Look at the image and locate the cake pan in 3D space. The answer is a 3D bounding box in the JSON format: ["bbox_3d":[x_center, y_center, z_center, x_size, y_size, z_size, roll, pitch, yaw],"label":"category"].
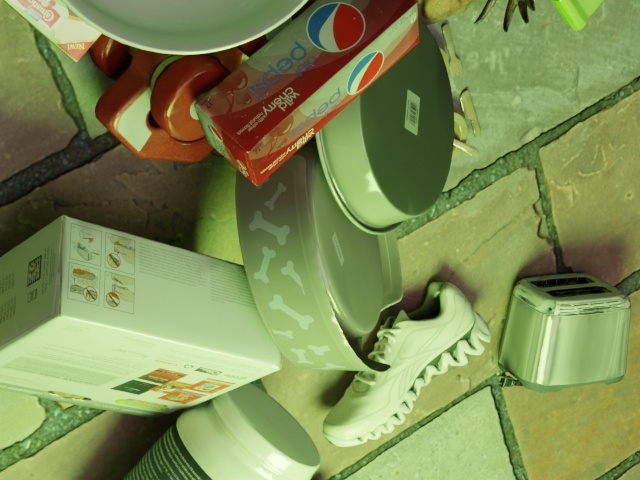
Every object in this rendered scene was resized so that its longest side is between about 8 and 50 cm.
[{"bbox_3d":[0.087,-0.154,1.846,0.293,0.054,0.293,7,82,-59],"label":"cake pan"}]

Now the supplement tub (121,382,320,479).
[{"bbox_3d":[-0.150,0.332,1.972,0.191,0.191,0.272,33,104,-38],"label":"supplement tub"}]

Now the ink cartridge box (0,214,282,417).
[{"bbox_3d":[-0.250,0.105,1.830,0.309,0.272,0.130,17,60,-36],"label":"ink cartridge box"}]

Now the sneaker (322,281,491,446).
[{"bbox_3d":[0.105,0.173,2.137,0.292,0.110,0.118,-41,120,-18],"label":"sneaker"}]

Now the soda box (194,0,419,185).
[{"bbox_3d":[-0.011,-0.187,1.684,0.263,0.092,0.083,-42,158,-13],"label":"soda box"}]

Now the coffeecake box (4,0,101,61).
[{"bbox_3d":[-0.267,-0.314,1.664,0.142,0.068,0.185,41,89,-21],"label":"coffeecake box"}]

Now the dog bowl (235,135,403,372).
[{"bbox_3d":[0.000,0.000,1.856,0.102,0.348,0.348,-12,127,18],"label":"dog bowl"}]

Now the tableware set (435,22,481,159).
[{"bbox_3d":[0.152,-0.181,2.023,0.128,0.039,0.194,-31,125,-15],"label":"tableware set"}]

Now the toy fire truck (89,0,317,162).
[{"bbox_3d":[-0.113,-0.207,1.788,0.302,0.169,0.254,-47,146,-2],"label":"toy fire truck"}]

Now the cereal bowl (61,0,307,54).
[{"bbox_3d":[-0.147,-0.368,1.567,0.339,0.141,0.338,-4,109,-12],"label":"cereal bowl"}]

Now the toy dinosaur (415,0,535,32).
[{"bbox_3d":[0.177,-0.333,1.923,0.296,0.127,0.200,-19,155,-5],"label":"toy dinosaur"}]

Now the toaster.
[{"bbox_3d":[0.360,0.135,2.252,0.227,0.129,0.146,-4,111,-28],"label":"toaster"}]

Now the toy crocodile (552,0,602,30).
[{"bbox_3d":[0.395,-0.420,1.981,0.340,0.105,0.115,-57,131,-24],"label":"toy crocodile"}]
